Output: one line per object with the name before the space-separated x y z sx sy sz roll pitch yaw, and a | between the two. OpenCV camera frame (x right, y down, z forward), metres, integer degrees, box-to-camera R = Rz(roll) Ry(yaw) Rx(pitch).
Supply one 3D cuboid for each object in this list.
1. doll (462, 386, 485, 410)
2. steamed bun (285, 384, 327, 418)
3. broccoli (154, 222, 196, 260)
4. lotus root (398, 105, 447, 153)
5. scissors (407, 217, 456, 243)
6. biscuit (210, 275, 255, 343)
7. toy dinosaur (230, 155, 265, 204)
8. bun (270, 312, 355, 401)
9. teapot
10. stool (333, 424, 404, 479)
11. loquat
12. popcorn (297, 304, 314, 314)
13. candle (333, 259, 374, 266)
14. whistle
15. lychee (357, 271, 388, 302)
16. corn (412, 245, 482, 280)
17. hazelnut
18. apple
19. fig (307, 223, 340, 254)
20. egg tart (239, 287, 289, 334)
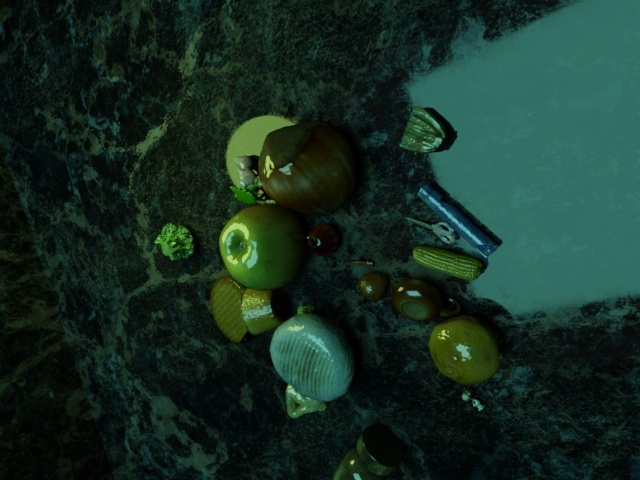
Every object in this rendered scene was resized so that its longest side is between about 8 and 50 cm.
doll | 0.523 0.542 1.676 0.085 0.040 0.058 31 129 28
steamed bun | -0.049 0.649 2.023 0.155 0.141 0.172 3 106 19
broccoli | -0.667 0.013 2.263 0.195 0.156 0.195 2 122 4
lotus root | 0.340 -0.339 1.576 0.144 0.070 0.143 38 112 25
scissors | 0.368 -0.045 1.639 0.189 0.015 0.100 27 153 39
biscuit | -0.388 0.310 2.184 0.318 0.040 0.318 16 114 39
toy dinosaur | -0.278 -0.245 1.988 0.194 0.152 0.177 15 70 20
bun | -0.017 0.443 1.895 0.362 0.211 0.362 10 109 32
teapot | 0.353 0.192 1.663 0.252 0.135 0.178 16 145 10
stool | 0.181 0.866 1.886 0.179 0.179 0.264 39 119 20
loquat | 0.465 0.353 1.576 0.238 0.193 0.238 6 104 26
popcorn | -0.061 0.288 1.984 0.083 0.059 0.068 -43 77 23
candle | 0.123 0.082 1.840 0.167 0.021 0.026 0 121 32
whistle | 0.438 -0.066 1.579 0.304 0.062 0.062 45 121 16
lychee | 0.186 0.177 1.772 0.140 0.114 0.101 -58 37 9
corn | 0.417 0.073 1.616 0.231 0.080 0.080 15 109 32
hazelnut | -0.050 -0.244 1.723 0.372 0.315 0.372 25 145 18
apple | -0.231 0.027 1.886 0.338 0.305 0.338 9 107 33
fig | 0.014 -0.005 1.832 0.128 0.150 0.128 0 85 -3
egg tart | -0.225 0.276 2.013 0.147 0.202 0.202 -16 92 25
